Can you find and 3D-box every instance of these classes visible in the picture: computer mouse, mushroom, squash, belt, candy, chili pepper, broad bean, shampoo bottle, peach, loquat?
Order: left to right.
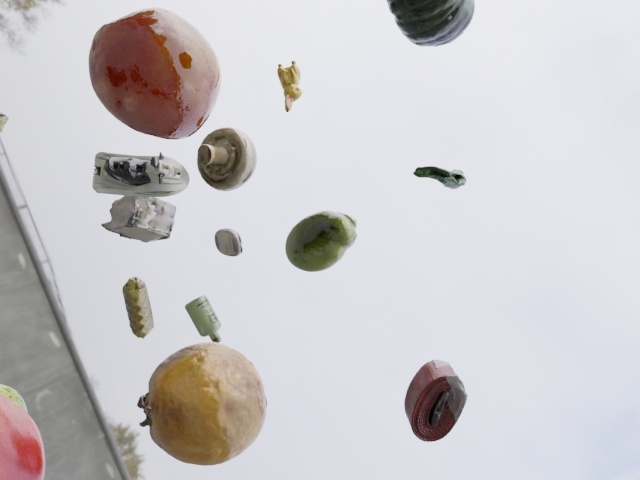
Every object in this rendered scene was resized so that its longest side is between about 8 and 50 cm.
[{"bbox_3d":[-0.622,-0.079,1.905,0.195,0.185,0.137,-9,-110,43],"label":"candy"},{"bbox_3d":[-0.403,-0.408,1.379,0.308,0.308,0.332,25,-29,46],"label":"peach"},{"bbox_3d":[-0.372,0.263,1.789,0.161,0.079,0.079,61,-33,2],"label":"shampoo bottle"},{"bbox_3d":[-0.212,0.302,1.031,0.193,0.239,0.238,-22,-90,58],"label":"loquat"},{"bbox_3d":[-0.312,-0.260,1.725,0.208,0.215,0.207,0,-89,22],"label":"mushroom"},{"bbox_3d":[-0.210,0.003,1.290,0.096,0.039,0.065,9,-67,43],"label":"computer mouse"},{"bbox_3d":[0.000,0.000,1.988,0.291,0.119,0.237,-18,-123,24],"label":"broad bean"},{"bbox_3d":[0.223,-0.504,1.111,0.173,0.218,0.218,-15,-82,19],"label":"squash"},{"bbox_3d":[0.302,0.422,1.474,0.124,0.128,0.200,-105,-144,-76],"label":"belt"},{"bbox_3d":[0.317,-0.161,1.400,0.073,0.182,0.050,41,-65,39],"label":"chili pepper"}]

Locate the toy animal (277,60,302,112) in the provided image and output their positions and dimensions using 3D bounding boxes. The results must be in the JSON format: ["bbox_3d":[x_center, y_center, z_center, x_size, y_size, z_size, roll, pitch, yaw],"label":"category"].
[{"bbox_3d":[-0.089,-0.457,1.667,0.083,0.070,0.159,53,29,-63],"label":"toy animal"}]

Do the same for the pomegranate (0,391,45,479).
[{"bbox_3d":[-0.471,0.276,0.688,0.256,0.221,0.220,50,-34,46],"label":"pomegranate"}]

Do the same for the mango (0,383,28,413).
[{"bbox_3d":[-0.563,0.322,0.943,0.089,0.117,0.163,12,-58,22],"label":"mango"}]

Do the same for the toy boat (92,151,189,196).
[{"bbox_3d":[-0.531,-0.202,1.626,0.141,0.270,0.140,178,-90,-84],"label":"toy boat"}]

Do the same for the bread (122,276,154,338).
[{"bbox_3d":[-0.668,0.242,2.016,0.087,0.098,0.269,15,-48,9],"label":"bread"}]

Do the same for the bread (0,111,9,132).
[{"bbox_3d":[-0.874,-0.308,1.031,0.242,0.346,0.404,-34,-95,47],"label":"bread"}]
